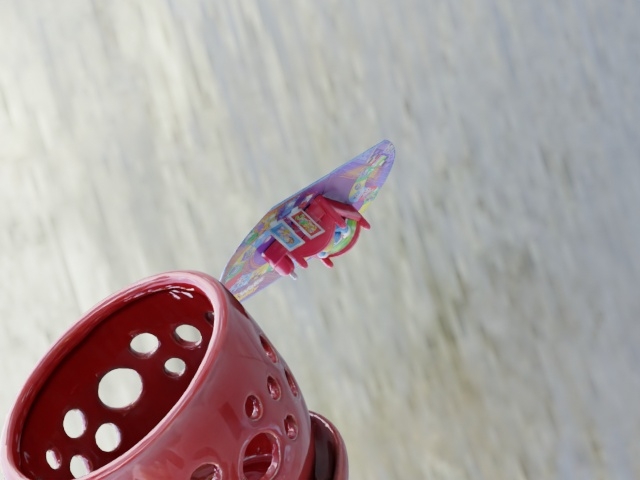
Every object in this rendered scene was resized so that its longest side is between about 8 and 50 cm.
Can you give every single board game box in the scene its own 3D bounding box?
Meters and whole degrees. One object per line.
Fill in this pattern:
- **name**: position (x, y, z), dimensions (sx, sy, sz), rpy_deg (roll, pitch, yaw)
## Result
- **board game box**: position (0.000, 0.000, 1.429), dimensions (0.033, 0.168, 0.133), rpy_deg (47, 146, 17)

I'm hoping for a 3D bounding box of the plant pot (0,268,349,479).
- **plant pot**: position (-0.091, 0.143, 1.322), dimensions (0.174, 0.191, 0.191), rpy_deg (51, 177, -32)
